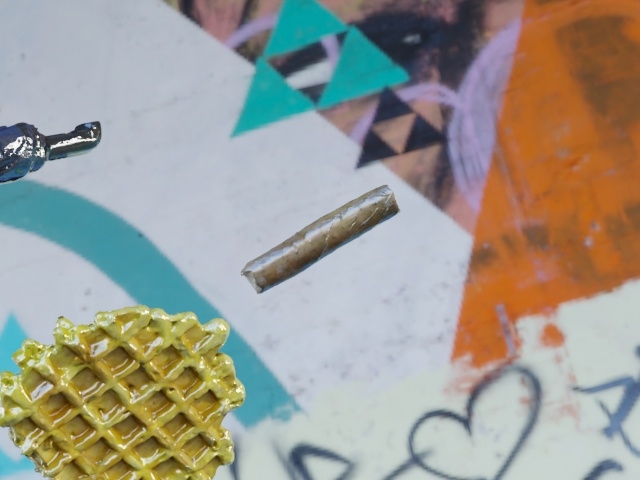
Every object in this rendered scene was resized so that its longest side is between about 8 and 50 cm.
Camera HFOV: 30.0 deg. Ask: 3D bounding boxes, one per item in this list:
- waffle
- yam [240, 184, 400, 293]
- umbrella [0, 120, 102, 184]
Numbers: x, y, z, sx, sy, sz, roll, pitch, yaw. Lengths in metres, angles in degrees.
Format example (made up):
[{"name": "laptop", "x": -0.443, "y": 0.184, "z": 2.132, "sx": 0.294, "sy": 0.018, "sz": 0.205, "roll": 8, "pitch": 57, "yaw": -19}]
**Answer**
[{"name": "waffle", "x": -0.236, "y": 0.218, "z": 1.449, "sx": 0.307, "sy": 0.060, "sz": 0.312, "roll": -7, "pitch": -66, "yaw": -23}, {"name": "yam", "x": 0.000, "y": 0.000, "z": 1.621, "sx": 0.241, "sy": 0.057, "sz": 0.057, "roll": -29, "pitch": -31, "yaw": 10}, {"name": "umbrella", "x": -0.292, "y": -0.077, "z": 1.070, "sx": 0.248, "sy": 0.071, "sz": 0.071, "roll": -14, "pitch": -20, "yaw": -44}]
